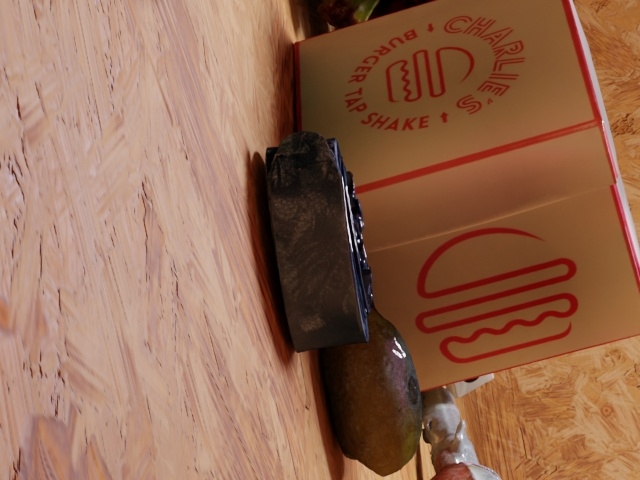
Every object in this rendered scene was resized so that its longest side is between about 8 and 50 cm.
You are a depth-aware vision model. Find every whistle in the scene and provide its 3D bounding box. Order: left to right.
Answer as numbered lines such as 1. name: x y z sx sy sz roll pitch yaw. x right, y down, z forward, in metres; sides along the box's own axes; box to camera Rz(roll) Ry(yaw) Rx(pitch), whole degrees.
1. whistle: 0.188 0.335 2.237 0.346 0.134 0.142 -106 176 -50

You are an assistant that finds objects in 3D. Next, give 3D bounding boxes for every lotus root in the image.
1. lotus root: 0.045 0.131 1.569 0.113 0.088 0.192 -145 -138 -79

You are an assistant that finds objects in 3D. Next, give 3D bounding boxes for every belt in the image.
1. belt: 0.000 0.000 1.427 0.141 0.082 0.190 43 38 -86

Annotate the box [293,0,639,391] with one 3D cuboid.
1. box: 0.163 -0.062 1.734 0.314 0.312 0.300 -93 164 -51

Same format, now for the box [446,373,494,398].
1. box: 0.159 0.083 2.280 0.164 0.069 0.256 53 -13 42

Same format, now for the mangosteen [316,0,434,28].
1. mangosteen: 0.125 -0.388 1.979 0.435 0.382 0.382 -20 102 -47
